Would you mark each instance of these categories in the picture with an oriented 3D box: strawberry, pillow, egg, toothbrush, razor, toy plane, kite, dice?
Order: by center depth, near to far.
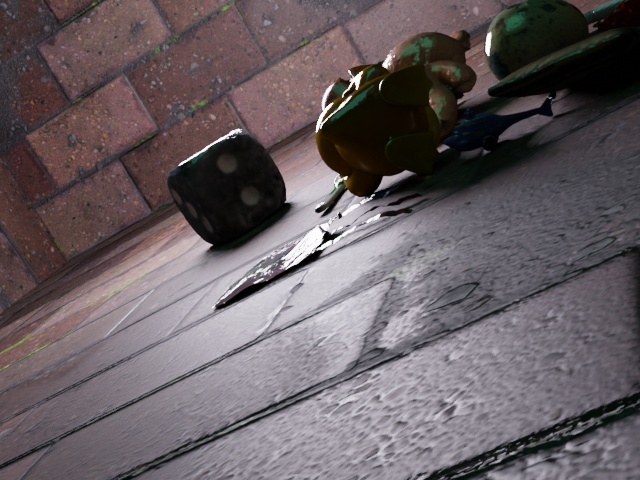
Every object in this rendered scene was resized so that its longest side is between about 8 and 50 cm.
[{"bbox_3d":[0.246,-0.163,1.449,0.167,0.062,0.054,-17,13,17],"label":"toy plane"},{"bbox_3d":[0.364,-0.246,1.452,0.208,0.052,0.212,-18,-1,40],"label":"pillow"},{"bbox_3d":[-0.002,-0.003,1.510,0.360,0.022,0.204,-27,11,30],"label":"kite"},{"bbox_3d":[0.503,-0.344,1.552,0.188,0.082,0.121,-37,-13,23],"label":"strawberry"},{"bbox_3d":[0.343,-0.312,1.657,0.181,0.141,0.141,-26,7,-21],"label":"egg"},{"bbox_3d":[0.035,-0.105,1.877,0.030,0.030,0.304,-27,11,23],"label":"toothbrush"},{"bbox_3d":[0.544,-0.427,1.881,0.232,0.068,0.106,-22,13,22],"label":"razor"},{"bbox_3d":[-0.190,-0.107,2.129,0.181,0.183,0.182,-37,9,-22],"label":"dice"}]

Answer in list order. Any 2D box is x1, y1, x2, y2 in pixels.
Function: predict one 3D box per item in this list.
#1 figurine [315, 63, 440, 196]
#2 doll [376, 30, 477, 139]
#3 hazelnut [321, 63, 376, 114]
[{"bbox_3d":[0.084,-0.171,1.622,0.215,0.215,0.228,-30,-4,6],"label":"figurine"},{"bbox_3d":[0.194,-0.242,1.879,0.201,0.156,0.303,-19,42,19],"label":"doll"},{"bbox_3d":[0.107,-0.254,2.070,0.204,0.178,0.178,-25,10,4],"label":"hazelnut"}]
